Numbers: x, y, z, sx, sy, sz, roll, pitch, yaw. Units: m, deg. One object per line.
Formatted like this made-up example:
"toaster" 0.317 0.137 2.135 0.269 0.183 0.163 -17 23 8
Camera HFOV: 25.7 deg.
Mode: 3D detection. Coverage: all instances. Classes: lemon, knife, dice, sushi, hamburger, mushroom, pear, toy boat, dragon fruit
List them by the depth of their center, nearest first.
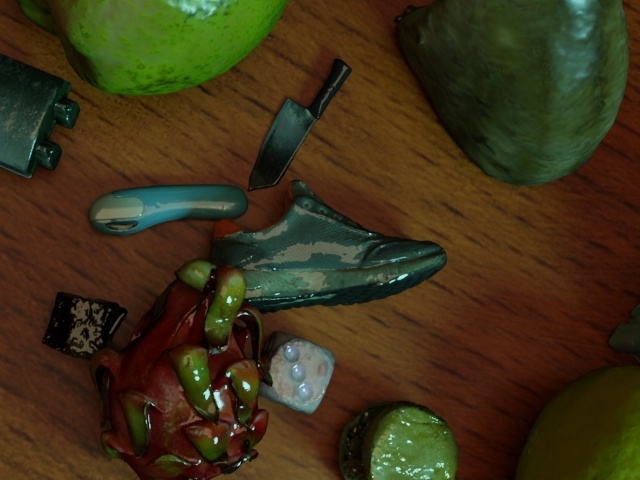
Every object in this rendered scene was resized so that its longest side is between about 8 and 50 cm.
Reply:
"pear" -0.214 -0.366 1.794 0.390 0.391 0.391 1 85 -12
"dragon fruit" -0.160 0.182 1.795 0.243 0.227 0.307 44 106 -7
"toy boat" -0.483 -0.197 1.857 0.319 0.092 0.141 22 82 -2
"sushi" -0.311 0.115 1.859 0.098 0.094 0.084 16 83 -6
"mushroom" 0.283 -0.226 1.860 0.224 0.397 0.314 -23 93 -11
"lemon" 0.417 0.337 1.875 0.347 0.348 0.348 1 85 -12
"dice" -0.038 0.179 1.910 0.091 0.094 0.093 23 80 -8
"hamburger" 0.114 0.298 1.919 0.184 0.131 0.159 29 71 -14
"knife" -0.208 -0.045 1.927 0.221 0.031 0.064 -6 82 -16
"knife" -0.037 -0.164 1.979 0.060 0.028 0.230 31 83 5

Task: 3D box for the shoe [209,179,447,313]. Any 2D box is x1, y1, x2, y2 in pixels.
"shoe" 0.000 0.000 1.927 0.336 0.132 0.171 -7 77 -9

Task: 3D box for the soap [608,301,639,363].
"soap" 0.554 0.099 1.909 0.115 0.347 0.208 45 78 -3
